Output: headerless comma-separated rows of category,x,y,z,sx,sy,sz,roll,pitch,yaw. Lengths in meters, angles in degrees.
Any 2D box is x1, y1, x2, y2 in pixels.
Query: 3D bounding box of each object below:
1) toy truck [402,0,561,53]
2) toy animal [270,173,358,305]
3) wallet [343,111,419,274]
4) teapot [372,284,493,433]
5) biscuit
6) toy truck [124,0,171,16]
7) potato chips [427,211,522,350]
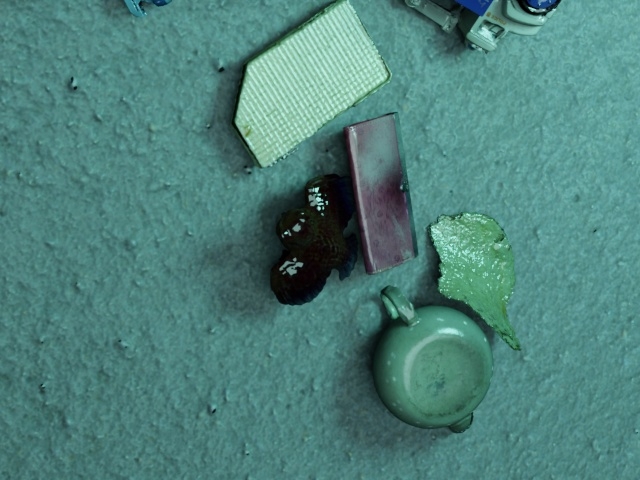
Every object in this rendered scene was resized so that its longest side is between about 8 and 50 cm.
toy truck,0.245,-0.376,1.702,0.213,0.161,0.177,26,111,-19
toy animal,-0.003,-0.002,1.667,0.116,0.179,0.219,26,86,8
wallet,0.093,-0.072,1.735,0.119,0.025,0.232,-20,106,-43
teapot,0.172,0.195,1.778,0.193,0.129,0.294,-32,104,-9
biscuit,-0.028,-0.232,1.685,0.252,0.052,0.150,-37,103,-9
toy truck,-0.259,-0.387,1.592,0.074,0.063,0.136,-25,101,6
potato chips,0.258,0.069,1.799,0.167,0.059,0.228,5,70,-34
